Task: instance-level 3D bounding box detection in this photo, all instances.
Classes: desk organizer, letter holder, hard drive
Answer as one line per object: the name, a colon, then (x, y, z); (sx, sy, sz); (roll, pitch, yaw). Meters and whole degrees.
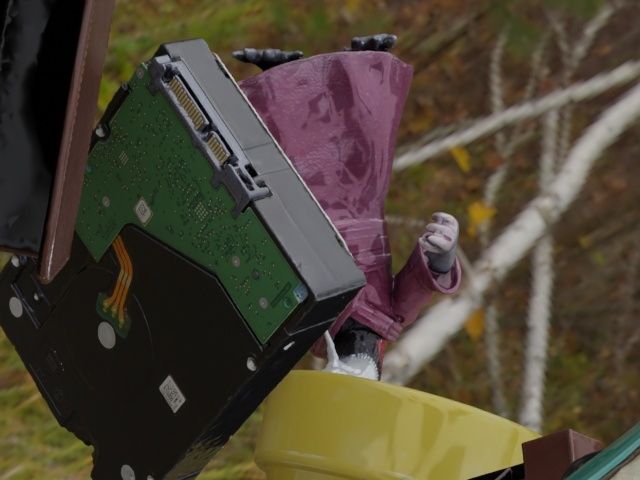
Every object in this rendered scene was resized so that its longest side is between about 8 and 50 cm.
desk organizer: (0.150, 0.185, 1.372); (0.047, 0.130, 0.050); (24, 54, -43)
letter holder: (-0.216, -0.129, 1.149); (0.152, 0.301, 0.214); (11, 8, -4)
hard drive: (-0.123, 0.039, 1.413); (0.064, 0.339, 0.237); (-18, 66, -43)

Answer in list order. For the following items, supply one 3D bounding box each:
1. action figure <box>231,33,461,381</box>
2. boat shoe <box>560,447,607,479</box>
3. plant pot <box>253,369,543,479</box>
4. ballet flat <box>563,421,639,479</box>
action figure: (0.000, 0.000, 1.721); (0.276, 0.248, 0.370); (-92, 172, -88)
boat shoe: (0.276, 0.190, 1.102); (0.130, 0.355, 0.132); (24, 82, -45)
plant pot: (0.052, 0.260, 1.559); (0.254, 0.254, 0.239); (24, 75, -34)
ballet flat: (0.167, 0.087, 0.795); (0.168, 0.057, 0.052); (-39, 89, -8)
